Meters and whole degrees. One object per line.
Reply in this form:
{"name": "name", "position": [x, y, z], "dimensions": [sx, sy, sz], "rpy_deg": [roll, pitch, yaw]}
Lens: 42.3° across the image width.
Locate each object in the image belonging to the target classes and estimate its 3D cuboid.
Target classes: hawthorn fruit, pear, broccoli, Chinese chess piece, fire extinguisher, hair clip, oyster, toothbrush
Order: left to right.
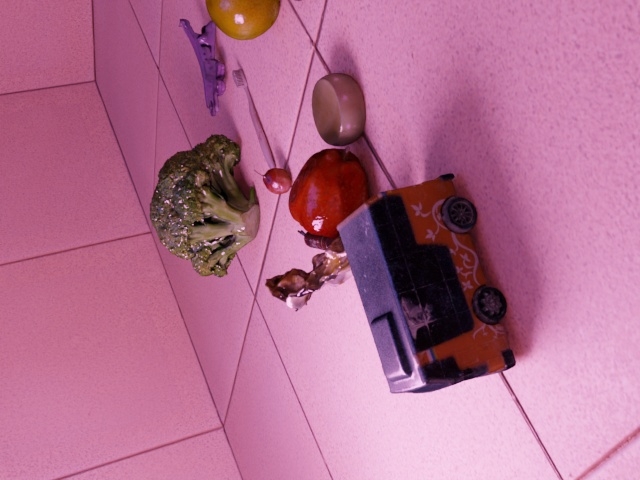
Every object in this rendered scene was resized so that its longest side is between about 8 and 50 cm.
{"name": "broccoli", "position": [-0.329, -0.095, 2.315], "dimensions": [0.310, 0.321, 0.414], "rpy_deg": [27, 111, 51]}
{"name": "hair clip", "position": [-0.307, -0.493, 2.303], "dimensions": [0.137, 0.090, 0.279], "rpy_deg": [-13, 96, 68]}
{"name": "pear", "position": [-0.162, -0.555, 1.829], "dimensions": [0.216, 0.166, 0.180], "rpy_deg": [-59, 32, 33]}
{"name": "toothbrush", "position": [-0.172, -0.311, 2.140], "dimensions": [0.025, 0.029, 0.307], "rpy_deg": [-44, 62, 56]}
{"name": "hawthorn fruit", "position": [-0.120, -0.149, 2.016], "dimensions": [0.066, 0.103, 0.067], "rpy_deg": [-22, 63, 53]}
{"name": "fire extinguisher", "position": [0.000, 0.000, 1.889], "dimensions": [0.064, 0.043, 0.158], "rpy_deg": [38, 170, -21]}
{"name": "hawthorn fruit", "position": [0.024, -0.092, 1.647], "dimensions": [0.173, 0.173, 0.179], "rpy_deg": [8, 82, 67]}
{"name": "oyster", "position": [0.031, 0.049, 1.577], "dimensions": [0.351, 0.237, 0.115], "rpy_deg": [123, 129, -68]}
{"name": "Chinese chess piece", "position": [0.036, -0.258, 1.634], "dimensions": [0.144, 0.058, 0.144], "rpy_deg": [43, 140, 51]}

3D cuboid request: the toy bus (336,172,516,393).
{"name": "toy bus", "position": [0.166, 0.077, 1.329], "dimensions": [0.162, 0.194, 0.324], "rpy_deg": [-38, 67, 65]}
